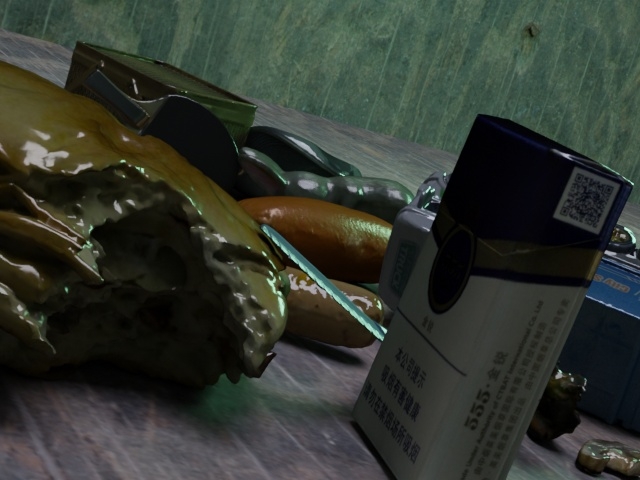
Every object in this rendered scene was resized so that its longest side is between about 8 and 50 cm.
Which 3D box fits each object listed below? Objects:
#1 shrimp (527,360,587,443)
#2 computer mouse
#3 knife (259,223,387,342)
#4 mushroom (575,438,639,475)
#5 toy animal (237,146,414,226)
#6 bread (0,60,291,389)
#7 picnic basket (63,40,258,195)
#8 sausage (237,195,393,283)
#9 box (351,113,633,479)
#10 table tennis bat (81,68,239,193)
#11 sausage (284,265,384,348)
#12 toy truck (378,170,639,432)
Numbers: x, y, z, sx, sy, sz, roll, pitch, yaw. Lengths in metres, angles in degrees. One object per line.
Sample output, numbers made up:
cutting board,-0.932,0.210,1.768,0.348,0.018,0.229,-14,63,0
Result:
shrimp,0.160,0.125,1.197,0.145,0.059,0.254,48,-13,-33
computer mouse,-0.089,-0.096,1.913,0.167,0.090,0.379,27,-8,-35
knife,0.041,0.070,1.089,0.313,0.019,0.044,43,8,-39
mushroom,0.251,0.185,1.177,0.049,0.019,0.101,28,14,40
toy animal,0.003,-0.040,1.719,0.236,0.108,0.138,14,17,-4
bread,-0.195,-0.010,0.960,0.370,0.191,0.314,20,9,1
picnic basket,-0.222,-0.154,1.821,0.165,0.139,0.266,8,15,-44
sausage,0.000,0.000,1.531,0.238,0.098,0.098,13,11,-39
box,0.116,0.047,0.990,0.071,0.259,0.168,18,9,-18
table tennis bat,-0.193,-0.126,1.665,0.220,0.130,0.019,41,-19,-12
sausage,-0.088,0.034,1.258,0.301,0.066,0.066,19,10,4
toy truck,0.238,0.058,1.402,0.367,0.146,0.175,22,26,21
